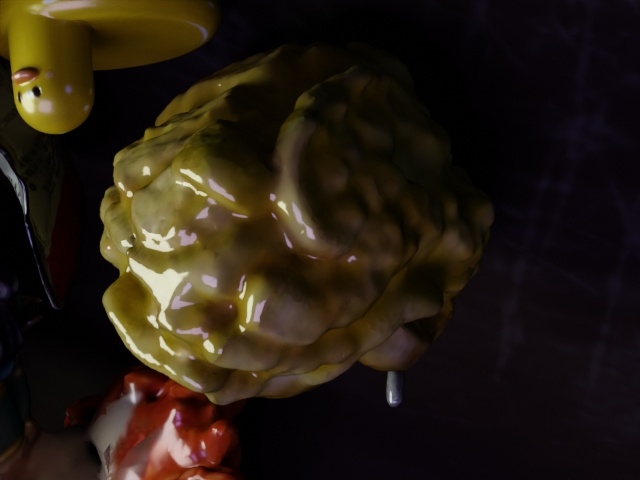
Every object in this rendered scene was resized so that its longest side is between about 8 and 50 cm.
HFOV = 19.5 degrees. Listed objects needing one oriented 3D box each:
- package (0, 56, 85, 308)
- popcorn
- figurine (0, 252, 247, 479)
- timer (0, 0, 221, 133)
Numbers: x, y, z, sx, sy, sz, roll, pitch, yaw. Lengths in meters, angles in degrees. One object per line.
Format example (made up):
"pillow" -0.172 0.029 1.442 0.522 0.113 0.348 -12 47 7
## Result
"package" -0.163 -0.094 0.835 0.030 0.154 0.239 -23 122 11
"popcorn" -0.007 -0.017 0.804 0.140 0.194 0.163 -35 67 39
"figurine" -0.199 0.114 1.007 0.306 0.241 0.412 -36 97 36
"timer" -0.096 -0.097 0.812 0.107 0.107 0.109 -12 80 36
